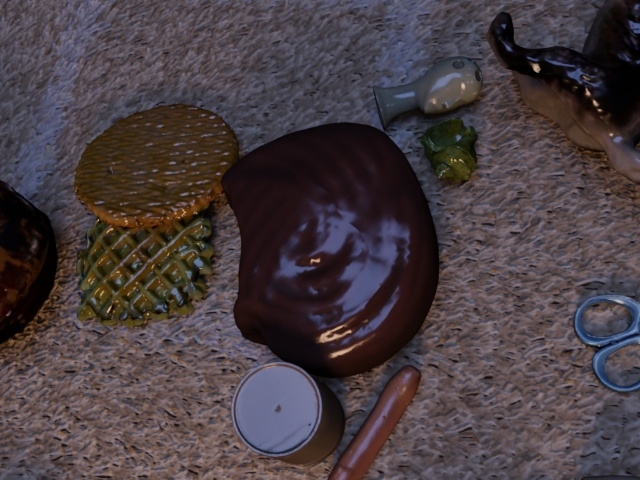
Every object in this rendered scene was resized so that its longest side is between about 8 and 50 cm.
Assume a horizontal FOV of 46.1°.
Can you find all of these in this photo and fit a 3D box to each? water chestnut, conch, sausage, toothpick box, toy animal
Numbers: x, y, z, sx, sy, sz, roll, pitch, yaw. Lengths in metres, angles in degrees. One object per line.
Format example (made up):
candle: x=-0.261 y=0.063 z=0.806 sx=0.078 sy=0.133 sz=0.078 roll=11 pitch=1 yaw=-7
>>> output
water chestnut: x=-0.532 y=0.019 z=1.045 sx=0.300 sy=0.300 sz=0.300 roll=-4 pitch=70 yaw=11
conch: x=0.181 y=-0.130 z=1.048 sx=0.089 sy=0.074 sz=0.121 roll=39 pitch=57 yaw=-12
sausage: x=0.070 y=0.240 z=0.959 sx=0.043 sy=0.043 sz=0.186 roll=31 pitch=80 yaw=20
toothpick box: x=-0.034 y=0.215 z=0.918 sx=0.111 sy=0.181 sz=0.111 roll=-3 pitch=71 yaw=9
toy animal: x=0.437 y=-0.245 z=0.980 sx=0.344 sy=0.194 sz=0.303 roll=-40 pitch=62 yaw=-1

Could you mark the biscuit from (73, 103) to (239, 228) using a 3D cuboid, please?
biscuit: x=-0.242 y=-0.114 z=1.122 sx=0.254 sy=0.035 sz=0.254 roll=-6 pitch=50 yaw=7

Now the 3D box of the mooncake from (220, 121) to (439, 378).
mooncake: x=0.000 y=0.000 z=0.993 sx=0.333 sy=0.174 sz=0.326 roll=24 pitch=80 yaw=18

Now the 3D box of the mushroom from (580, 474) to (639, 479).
mushroom: x=0.427 y=0.346 z=0.821 sx=0.328 sy=0.122 sz=0.159 roll=1 pitch=107 yaw=13

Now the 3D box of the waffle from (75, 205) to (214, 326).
waffle: x=-0.259 y=0.023 z=1.100 sx=0.214 sy=0.054 sz=0.208 roll=-1 pitch=69 yaw=13

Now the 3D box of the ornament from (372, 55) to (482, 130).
ornament: x=0.157 y=-0.213 z=1.084 sx=0.156 sy=0.075 sz=0.081 roll=-17 pitch=50 yaw=5

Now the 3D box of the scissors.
scissors: x=0.452 y=0.095 z=0.935 sx=0.256 sy=0.030 sz=0.125 roll=-22 pitch=67 yaw=7
